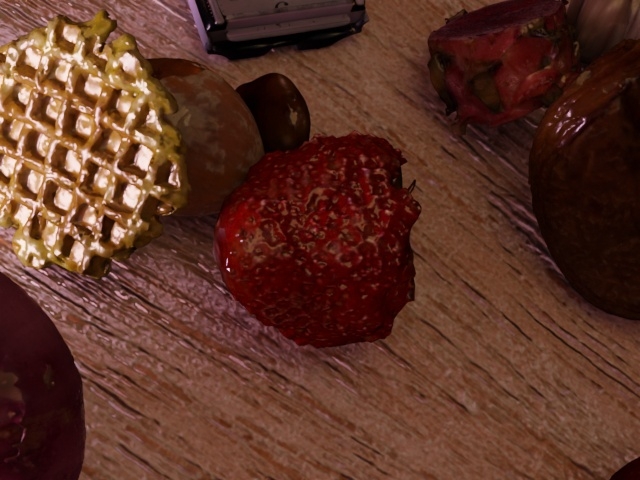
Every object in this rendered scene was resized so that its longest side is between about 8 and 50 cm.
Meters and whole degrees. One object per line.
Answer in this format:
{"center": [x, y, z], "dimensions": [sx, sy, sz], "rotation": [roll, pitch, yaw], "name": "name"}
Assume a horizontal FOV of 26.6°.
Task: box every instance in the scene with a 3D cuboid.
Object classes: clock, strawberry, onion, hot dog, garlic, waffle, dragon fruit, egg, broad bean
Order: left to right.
{"center": [-0.417, 0.193, 1.400], "dimensions": [0.358, 0.345, 0.358], "rotation": [0, 71, 1], "name": "onion"}
{"center": [-0.291, -0.104, 1.585], "dimensions": [0.068, 0.325, 0.302], "rotation": [-17, 85, -56], "name": "waffle"}
{"center": [-0.178, -0.127, 1.672], "dimensions": [0.233, 0.195, 0.195], "rotation": [25, 60, -2], "name": "egg"}
{"center": [-0.075, -0.355, 1.873], "dimensions": [0.253, 0.083, 0.186], "rotation": [-11, 68, -22], "name": "clock"}
{"center": [-0.059, -0.159, 1.751], "dimensions": [0.084, 0.165, 0.114], "rotation": [-13, 105, -18], "name": "broad bean"}
{"center": [0.000, -0.003, 1.644], "dimensions": [0.257, 0.261, 0.261], "rotation": [-6, 66, -3], "name": "strawberry"}
{"center": [0.255, -0.237, 1.851], "dimensions": [0.211, 0.282, 0.147], "rotation": [-22, 111, -14], "name": "dragon fruit"}
{"center": [0.432, -0.339, 1.964], "dimensions": [0.207, 0.207, 0.257], "rotation": [16, 63, -9], "name": "garlic"}
{"center": [0.416, -0.077, 1.795], "dimensions": [0.267, 0.174, 0.387], "rotation": [-32, 118, -21], "name": "hot dog"}

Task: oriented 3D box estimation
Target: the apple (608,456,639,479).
{"center": [0.485, 0.357, 1.596], "dimensions": [0.317, 0.288, 0.288], "rotation": [-7, 67, -10], "name": "apple"}
